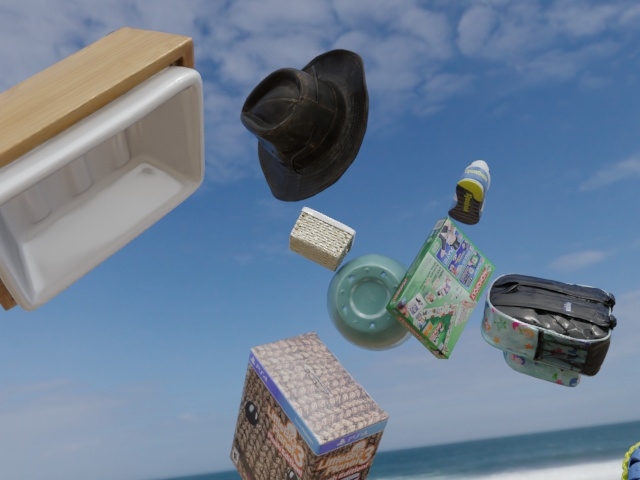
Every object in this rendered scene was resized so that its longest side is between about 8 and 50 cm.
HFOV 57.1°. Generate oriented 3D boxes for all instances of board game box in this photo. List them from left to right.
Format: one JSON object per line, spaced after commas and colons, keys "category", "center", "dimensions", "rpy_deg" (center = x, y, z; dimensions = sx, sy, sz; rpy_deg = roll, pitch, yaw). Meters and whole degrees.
{"category": "board game box", "center": [-0.034, 0.359, 1.063], "dimensions": [0.141, 0.232, 0.290], "rpy_deg": [-9, -54, -35]}
{"category": "board game box", "center": [0.327, 0.123, 1.565], "dimensions": [0.213, 0.317, 0.046], "rpy_deg": [45, -28, -17]}

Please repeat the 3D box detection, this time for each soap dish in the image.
{"category": "soap dish", "center": [-0.260, -0.079, 0.637], "dimensions": [0.291, 0.118, 0.229], "rpy_deg": [-44, -15, -29]}

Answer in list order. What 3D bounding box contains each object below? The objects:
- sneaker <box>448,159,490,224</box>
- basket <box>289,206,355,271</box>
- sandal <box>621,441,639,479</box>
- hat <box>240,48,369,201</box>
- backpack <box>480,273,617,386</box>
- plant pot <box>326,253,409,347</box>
{"category": "sneaker", "center": [0.240, -0.072, 0.934], "dimensions": [0.053, 0.059, 0.144], "rpy_deg": [21, -22, 11]}
{"category": "basket", "center": [0.000, 0.000, 1.657], "dimensions": [0.167, 0.103, 0.113], "rpy_deg": [27, -25, 9]}
{"category": "sandal", "center": [0.774, 0.595, 1.392], "dimensions": [0.317, 0.126, 0.138], "rpy_deg": [-43, -12, -29]}
{"category": "hat", "center": [-0.063, -0.227, 1.095], "dimensions": [0.134, 0.331, 0.331], "rpy_deg": [14, -29, -37]}
{"category": "backpack", "center": [0.480, 0.181, 1.280], "dimensions": [0.254, 0.225, 0.191], "rpy_deg": [17, -58, 17]}
{"category": "plant pot", "center": [0.148, 0.171, 1.672], "dimensions": [0.293, 0.292, 0.235], "rpy_deg": [-10, -10, 8]}
